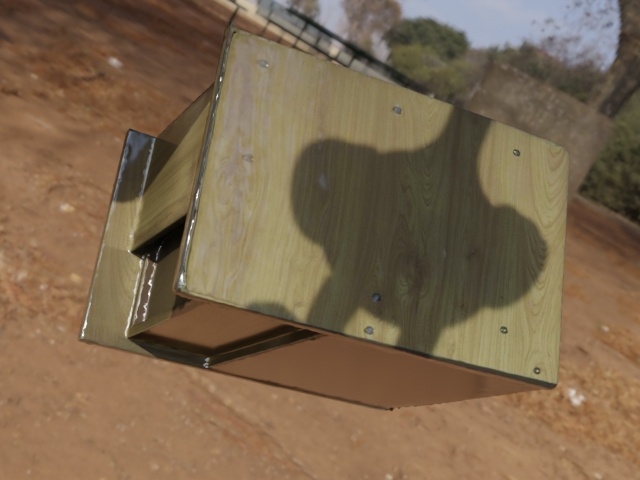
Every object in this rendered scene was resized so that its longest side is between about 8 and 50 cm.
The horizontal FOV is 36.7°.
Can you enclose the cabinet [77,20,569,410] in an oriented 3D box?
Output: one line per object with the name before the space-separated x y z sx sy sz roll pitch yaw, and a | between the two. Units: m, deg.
cabinet | 0.000 0.000 0.554 0.215 0.148 0.175 16 -20 -24
